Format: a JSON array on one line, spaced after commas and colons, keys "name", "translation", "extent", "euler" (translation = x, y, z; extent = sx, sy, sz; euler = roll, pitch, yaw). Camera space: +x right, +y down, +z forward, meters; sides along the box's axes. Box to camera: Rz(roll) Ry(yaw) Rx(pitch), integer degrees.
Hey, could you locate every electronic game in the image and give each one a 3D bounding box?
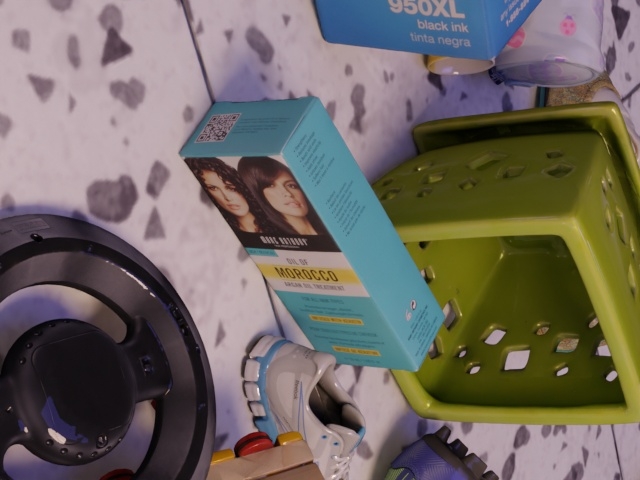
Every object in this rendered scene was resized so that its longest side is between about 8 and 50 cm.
[{"name": "electronic game", "translation": [-0.157, 0.094, 0.797], "extent": [0.229, 0.048, 0.229], "euler": [20, 60, -39]}]

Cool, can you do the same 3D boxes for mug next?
[{"name": "mug", "translation": [0.124, -0.192, 1.181], "extent": [0.078, 0.062, 0.064], "euler": [12, 74, -59]}]

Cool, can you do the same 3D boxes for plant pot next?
[{"name": "plant pot", "translation": [0.175, 0.010, 1.127], "extent": [0.227, 0.228, 0.207], "euler": [63, 38, -32]}]

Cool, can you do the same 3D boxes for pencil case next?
[{"name": "pencil case", "translation": [0.224, -0.285, 1.258], "extent": [0.124, 0.113, 0.273], "euler": [162, -68, -84]}]

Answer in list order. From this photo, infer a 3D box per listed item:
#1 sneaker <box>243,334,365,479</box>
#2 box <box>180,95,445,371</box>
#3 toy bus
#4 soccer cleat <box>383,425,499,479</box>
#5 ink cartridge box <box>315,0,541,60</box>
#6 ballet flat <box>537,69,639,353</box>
[{"name": "sneaker", "translation": [0.002, 0.165, 1.015], "extent": [0.071, 0.082, 0.191], "euler": [-43, 125, -45]}, {"name": "box", "translation": [0.000, 0.000, 0.990], "extent": [0.244, 0.100, 0.060], "euler": [57, 50, -36]}, {"name": "toy bus", "translation": [-0.083, 0.212, 0.881], "extent": [0.104, 0.202, 0.191], "euler": [102, 14, -46]}, {"name": "soccer cleat", "translation": [0.131, 0.278, 1.206], "extent": [0.121, 0.093, 0.289], "euler": [-43, 135, -5]}, {"name": "ink cartridge box", "translation": [0.098, -0.384, 0.994], "extent": [0.285, 0.166, 0.395], "euler": [-50, 140, -37]}, {"name": "ballet flat", "translation": [0.286, -0.051, 1.350], "extent": [0.123, 0.123, 0.349], "euler": [22, 74, -51]}]
